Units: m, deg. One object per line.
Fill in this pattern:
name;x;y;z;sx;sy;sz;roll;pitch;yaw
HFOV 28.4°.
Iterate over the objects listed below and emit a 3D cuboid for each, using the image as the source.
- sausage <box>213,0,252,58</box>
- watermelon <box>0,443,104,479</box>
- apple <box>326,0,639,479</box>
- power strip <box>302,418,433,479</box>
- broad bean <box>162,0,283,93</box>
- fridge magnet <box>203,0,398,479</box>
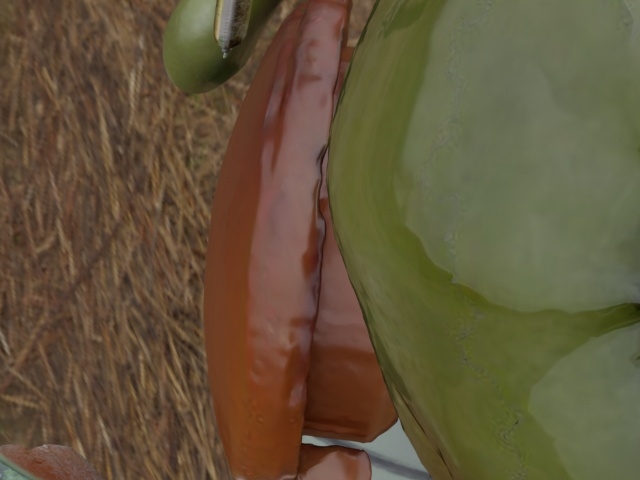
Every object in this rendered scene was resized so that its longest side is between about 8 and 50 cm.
sausage;-0.061;-0.282;1.074;0.032;0.269;0.033;9;26;-5
watermelon;-0.329;0.321;1.619;0.207;0.136;0.202;1;50;-5
apple;0.183;-0.019;0.427;0.357;0.357;0.357;-3;59;5
power strip;0.106;0.205;1.444;0.357;0.357;0.161;20;103;17
broad bean;-0.141;-0.356;1.948;0.119;0.238;0.291;35;100;5
fridge magnet;0.000;0.000;0.899;0.155;0.364;0.364;7;60;0
